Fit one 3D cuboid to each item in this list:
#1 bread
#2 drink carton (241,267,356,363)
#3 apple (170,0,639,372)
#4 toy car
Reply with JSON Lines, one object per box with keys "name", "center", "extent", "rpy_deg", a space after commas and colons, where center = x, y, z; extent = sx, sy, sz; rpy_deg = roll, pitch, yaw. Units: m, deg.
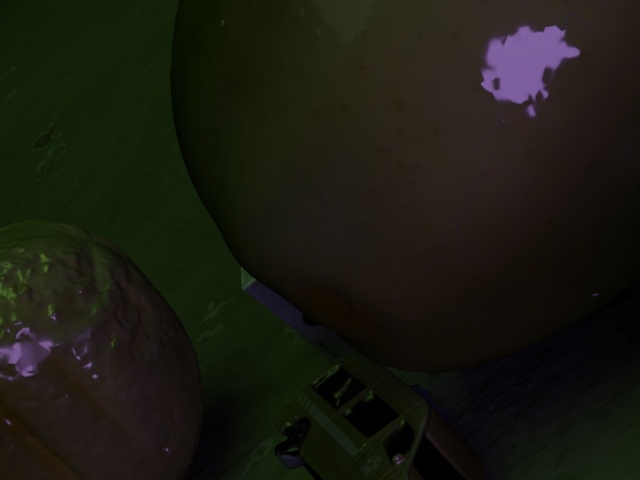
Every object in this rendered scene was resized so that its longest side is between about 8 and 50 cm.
{"name": "bread", "center": [-0.269, 0.152, 1.617], "extent": [0.320, 0.320, 0.237], "rpy_deg": [-37, 26, 19]}
{"name": "drink carton", "center": [-0.001, 0.000, 1.639], "extent": [0.102, 0.134, 0.222], "rpy_deg": [-37, 28, 18]}
{"name": "apple", "center": [0.101, -0.138, 1.345], "extent": [0.473, 0.473, 0.474], "rpy_deg": [-36, 28, 22]}
{"name": "toy car", "center": [0.057, 0.177, 1.339], "extent": [0.124, 0.101, 0.256], "rpy_deg": [-46, 24, -4]}
